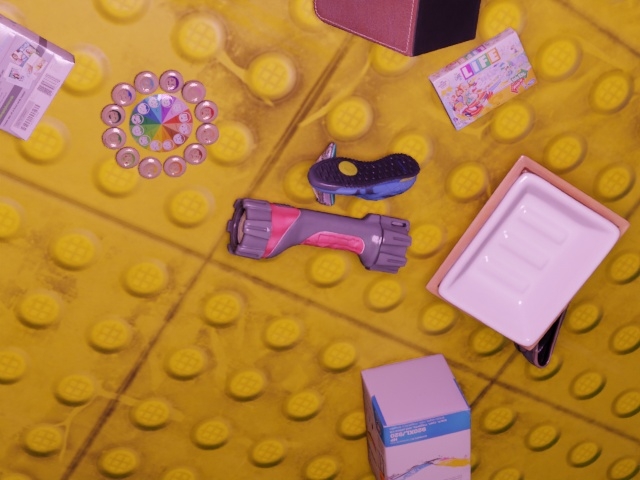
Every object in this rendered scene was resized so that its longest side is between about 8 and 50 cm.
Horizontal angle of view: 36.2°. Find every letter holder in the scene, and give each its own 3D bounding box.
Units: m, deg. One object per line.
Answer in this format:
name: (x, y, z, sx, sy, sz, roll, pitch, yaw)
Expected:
letter holder: (0.114, -0.444, 1.381, 0.152, 0.214, 0.302, -24, 130, -40)

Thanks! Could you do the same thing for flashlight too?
flashlight: (0.000, 0.000, 1.637, 0.304, 0.103, 0.103, 11, 143, -22)

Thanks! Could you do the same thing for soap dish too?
soap dish: (0.355, 0.019, 1.702, 0.228, 0.118, 0.291, 31, 110, -9)

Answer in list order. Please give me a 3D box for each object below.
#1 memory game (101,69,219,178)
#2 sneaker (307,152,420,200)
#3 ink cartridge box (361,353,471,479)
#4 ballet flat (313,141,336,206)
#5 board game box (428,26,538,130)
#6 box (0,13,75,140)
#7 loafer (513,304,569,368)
memory game: (-0.246, -0.177, 1.511, 0.186, 0.012, 0.186, -7, 122, -11)
sneaker: (0.065, -0.091, 1.594, 0.209, 0.069, 0.082, -7, 146, -32)
ink cartridge box: (0.182, 0.371, 1.868, 0.168, 0.171, 0.233, -11, 122, -8)
ballet flat: (0.005, -0.108, 1.608, 0.041, 0.041, 0.114, -6, 121, -12)
board game box: (0.265, -0.261, 1.590, 0.154, 0.026, 0.103, -31, 123, 5)
box: (-0.469, -0.246, 1.393, 0.186, 0.038, 0.145, 27, 110, -29)
loafer: (0.435, 0.118, 1.833, 0.096, 0.084, 0.268, -1, 121, -15)
